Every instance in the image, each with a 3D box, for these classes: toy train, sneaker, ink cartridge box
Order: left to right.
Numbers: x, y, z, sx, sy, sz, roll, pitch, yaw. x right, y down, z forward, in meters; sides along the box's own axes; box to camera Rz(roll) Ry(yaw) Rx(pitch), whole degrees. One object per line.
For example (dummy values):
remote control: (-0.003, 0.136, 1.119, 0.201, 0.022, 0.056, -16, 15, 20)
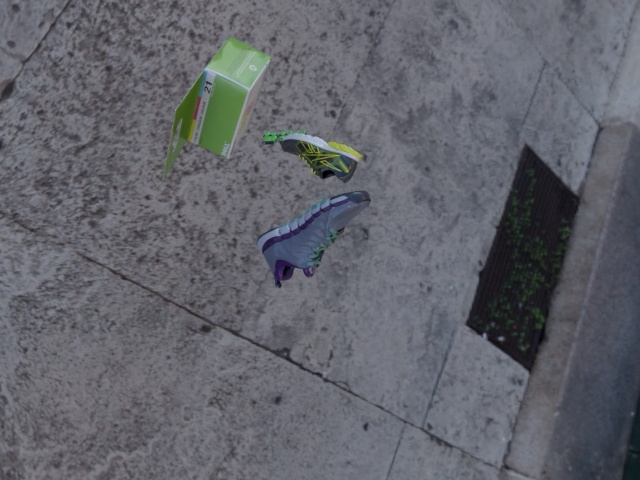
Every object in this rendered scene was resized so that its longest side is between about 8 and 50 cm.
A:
ink cartridge box: (-0.198, -0.235, 1.075, 0.097, 0.189, 0.255, 24, 49, -6)
toy train: (-0.065, -0.188, 1.032, 0.083, 0.017, 0.023, -2, 59, 2)
sneaker: (-0.004, -0.076, 0.521, 0.031, 0.083, 0.035, 21, 86, -62)
sneaker: (0.000, 0.000, 0.906, 0.083, 0.224, 0.098, -7, 74, -55)
